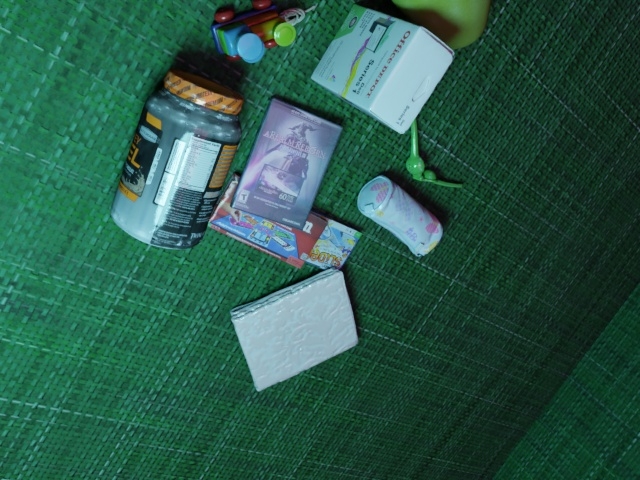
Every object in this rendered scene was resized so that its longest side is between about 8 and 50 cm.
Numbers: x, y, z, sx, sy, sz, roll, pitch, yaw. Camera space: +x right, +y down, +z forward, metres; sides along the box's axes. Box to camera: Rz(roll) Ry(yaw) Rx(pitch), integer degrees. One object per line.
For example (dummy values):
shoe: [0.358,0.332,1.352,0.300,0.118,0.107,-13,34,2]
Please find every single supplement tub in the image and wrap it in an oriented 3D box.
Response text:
supplement tub: [-0.294,-0.169,1.359,0.207,0.207,0.338,12,109,-35]

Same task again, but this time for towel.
towel: [-0.065,0.250,1.817,0.331,0.053,0.317,-23,130,-12]

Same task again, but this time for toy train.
toy train: [-0.091,-0.447,1.356,0.247,0.143,0.105,-24,127,-16]

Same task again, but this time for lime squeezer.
lime squeezer: [0.290,-0.207,1.786,0.310,0.058,0.110,46,60,-38]

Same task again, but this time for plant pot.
plant pot: [0.275,-0.576,1.444,0.275,0.275,0.293,-44,143,0]

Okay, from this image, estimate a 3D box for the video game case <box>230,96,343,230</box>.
video game case: [-0.080,-0.178,1.555,0.196,0.026,0.274,18,99,-28]

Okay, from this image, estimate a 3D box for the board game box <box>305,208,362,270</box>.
board game box: [0.000,0.000,1.736,0.201,0.035,0.136,21,105,-36]

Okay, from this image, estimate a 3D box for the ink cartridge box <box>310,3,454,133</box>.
ink cartridge box: [0.128,-0.384,1.433,0.117,0.278,0.201,25,102,-38]

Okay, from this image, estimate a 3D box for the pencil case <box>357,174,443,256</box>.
pencil case: [0.219,-0.063,1.775,0.273,0.113,0.124,36,74,-38]

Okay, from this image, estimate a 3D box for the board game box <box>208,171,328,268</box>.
board game box: [-0.129,-0.045,1.614,0.281,0.027,0.145,26,101,-28]
